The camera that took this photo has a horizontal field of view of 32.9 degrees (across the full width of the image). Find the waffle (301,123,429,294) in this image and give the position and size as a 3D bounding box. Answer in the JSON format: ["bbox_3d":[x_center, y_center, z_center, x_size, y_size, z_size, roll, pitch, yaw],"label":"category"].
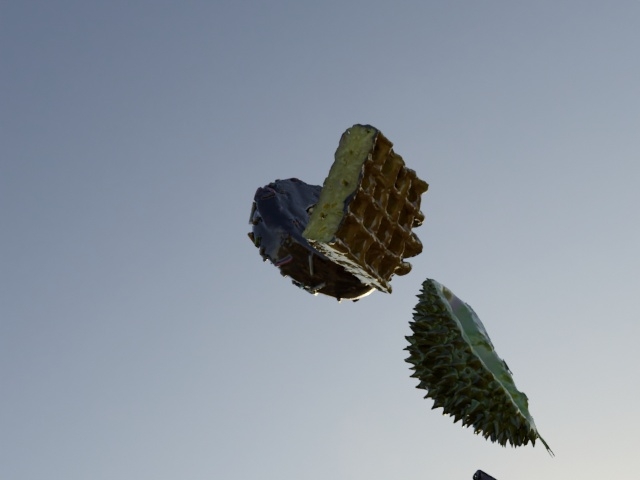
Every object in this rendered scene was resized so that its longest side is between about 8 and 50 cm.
[{"bbox_3d":[0.073,-0.031,1.360,0.211,0.055,0.160,37,-111,-51],"label":"waffle"}]

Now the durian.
[{"bbox_3d":[0.239,0.188,1.735,0.169,0.355,0.157,-4,-45,-27],"label":"durian"}]

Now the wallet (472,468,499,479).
[{"bbox_3d":[0.336,0.472,1.691,0.255,0.137,0.031,32,-45,-9],"label":"wallet"}]

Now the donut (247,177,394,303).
[{"bbox_3d":[0.000,0.000,1.795,0.269,0.270,0.103,9,-59,-45],"label":"donut"}]
